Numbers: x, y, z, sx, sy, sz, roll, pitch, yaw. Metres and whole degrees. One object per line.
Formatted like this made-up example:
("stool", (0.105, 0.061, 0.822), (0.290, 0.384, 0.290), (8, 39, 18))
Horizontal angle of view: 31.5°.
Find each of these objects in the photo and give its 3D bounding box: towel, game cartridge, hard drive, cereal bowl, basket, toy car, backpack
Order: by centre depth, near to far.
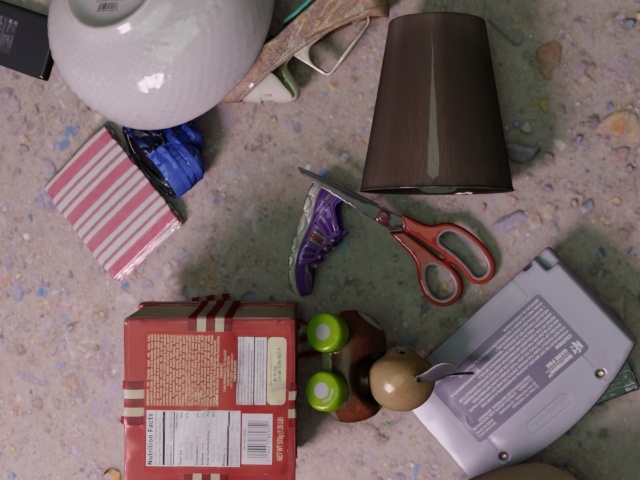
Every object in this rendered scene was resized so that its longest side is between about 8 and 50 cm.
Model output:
("toy car", (0.097, 0.163, 1.477), (0.188, 0.155, 0.148), (-3, 79, 25))
("basket", (0.151, -0.176, 1.497), (0.204, 0.154, 0.226), (-1, 88, 14))
("game cartridge", (0.264, 0.176, 1.512), (0.294, 0.060, 0.196), (-45, 74, 18))
("cereal bowl", (-0.239, -0.329, 1.545), (0.339, 0.141, 0.338), (-9, 70, 24))
("backpack", (-0.214, -0.128, 1.624), (0.101, 0.098, 0.120), (-36, 81, -4))
("towel", (-0.309, -0.055, 1.692), (0.144, 0.029, 0.197), (-42, 79, 13))
("hard drive", (-0.462, -0.307, 1.725), (0.135, 0.022, 0.094), (20, 97, 14))

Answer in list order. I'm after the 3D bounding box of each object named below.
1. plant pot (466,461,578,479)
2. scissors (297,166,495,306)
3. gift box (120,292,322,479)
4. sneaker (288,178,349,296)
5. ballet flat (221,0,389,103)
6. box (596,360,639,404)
("plant pot", (0.265, 0.397, 1.448), (0.284, 0.284, 0.191), (40, 66, 11))
("scissors", (0.108, -0.032, 1.557), (0.297, 0.021, 0.109), (44, 103, 2))
("gift box", (-0.122, 0.209, 1.536), (0.277, 0.258, 0.255), (5, 92, -3))
("sneaker", (0.000, 0.000, 1.587), (0.071, 0.068, 0.169), (17, 96, 9))
("ballet flat", (-0.039, -0.256, 1.571), (0.316, 0.107, 0.106), (-35, 96, 15))
("box", (0.373, 0.181, 1.512), (0.083, 0.018, 0.067), (-24, 86, 15))
